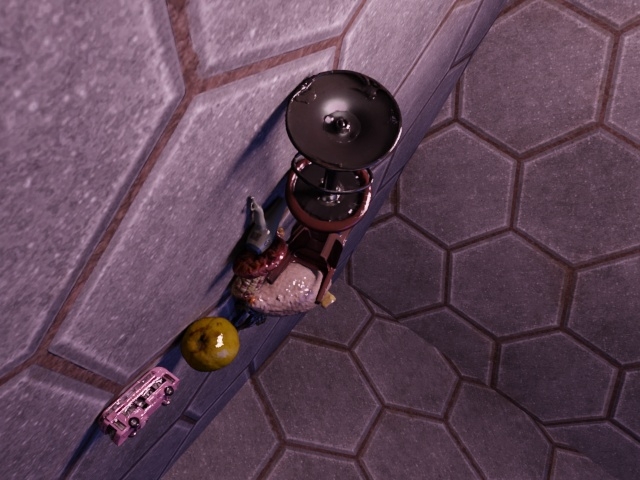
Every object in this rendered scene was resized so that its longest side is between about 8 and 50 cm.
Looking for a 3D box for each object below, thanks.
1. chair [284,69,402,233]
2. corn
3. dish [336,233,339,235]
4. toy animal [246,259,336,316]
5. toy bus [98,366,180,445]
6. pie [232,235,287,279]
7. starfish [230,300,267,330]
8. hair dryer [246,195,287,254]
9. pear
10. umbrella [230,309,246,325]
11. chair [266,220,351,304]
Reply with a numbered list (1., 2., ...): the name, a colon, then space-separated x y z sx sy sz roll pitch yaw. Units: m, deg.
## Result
1. chair: 0.030 -0.161 1.139 0.226 0.227 0.401 -52 171 -18
2. corn: -0.171 0.061 1.423 0.237 0.080 0.079 -60 170 13
3. dish: 0.000 0.000 2.039 0.181 0.080 0.243 -57 173 18
4. toy animal: -0.092 0.135 1.605 0.358 0.227 0.188 -31 118 -55
5. toy bus: -0.431 0.391 1.231 0.203 0.090 0.063 -44 166 -51
6. pie: -0.152 0.041 1.298 0.154 0.155 0.036 -49 129 -32
7. starfish: -0.205 0.232 1.711 0.190 0.074 0.146 -22 137 -39
8. hair dryer: -0.130 -0.079 1.244 0.199 0.068 0.167 93 21 -47
9. pear: -0.289 0.271 1.347 0.148 0.149 0.162 -54 171 -1
10. umbrella: -0.252 0.223 1.750 0.269 0.044 0.044 -45 -164 -5
11. chair: -0.006 -0.007 1.507 0.326 0.176 0.183 -58 169 -48
